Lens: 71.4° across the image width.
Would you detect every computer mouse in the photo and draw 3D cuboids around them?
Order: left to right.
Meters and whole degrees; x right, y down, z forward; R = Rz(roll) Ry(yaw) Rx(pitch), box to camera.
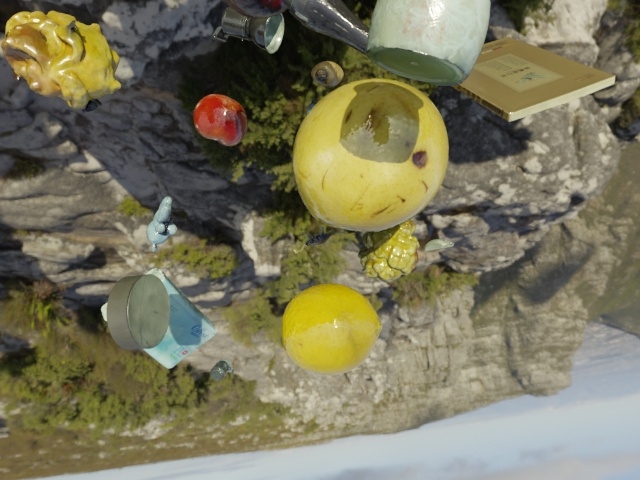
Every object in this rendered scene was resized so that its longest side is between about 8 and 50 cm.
[{"bbox_3d":[0.361,0.010,1.361,0.056,0.032,0.110,-8,175,-33],"label":"computer mouse"}]

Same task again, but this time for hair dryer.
[{"bbox_3d":[0.031,-0.491,0.830,0.091,0.236,0.271,-50,174,-20],"label":"hair dryer"}]

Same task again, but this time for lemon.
[{"bbox_3d":[0.021,0.172,0.866,0.203,0.178,0.178,-5,158,21],"label":"lemon"}]

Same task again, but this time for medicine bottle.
[{"bbox_3d":[0.144,-0.292,0.575,0.147,0.143,0.147,16,-172,-2],"label":"medicine bottle"}]

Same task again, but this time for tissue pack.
[{"bbox_3d":[-0.424,0.218,1.198,0.177,0.089,0.263,-38,134,-11],"label":"tissue pack"}]

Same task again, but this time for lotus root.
[{"bbox_3d":[0.018,-0.431,1.151,0.072,0.152,0.063,37,120,1],"label":"lotus root"}]

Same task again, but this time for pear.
[{"bbox_3d":[0.106,-0.179,0.989,0.349,0.348,0.348,-8,156,-4],"label":"pear"}]

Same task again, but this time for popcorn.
[{"bbox_3d":[-0.770,-0.549,1.342,0.316,0.297,0.281,-3,154,-40],"label":"popcorn"},{"bbox_3d":[0.201,0.021,1.345,0.170,0.189,0.218,8,-167,-17],"label":"popcorn"}]

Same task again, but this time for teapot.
[{"bbox_3d":[-0.327,0.430,1.488,0.064,0.049,0.083,-3,-170,7],"label":"teapot"}]

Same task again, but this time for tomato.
[{"bbox_3d":[-0.408,-0.514,1.884,0.233,0.200,0.140,13,-179,-30],"label":"tomato"}]

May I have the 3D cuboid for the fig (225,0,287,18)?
[{"bbox_3d":[-0.162,-0.649,1.051,0.263,0.224,0.224,23,155,7],"label":"fig"}]

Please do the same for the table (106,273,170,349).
[{"bbox_3d":[-0.325,0.129,0.805,0.043,0.133,0.133,-5,157,11],"label":"table"}]

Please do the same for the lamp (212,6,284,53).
[{"bbox_3d":[-0.263,-0.791,1.619,0.228,0.171,0.147,21,-160,14],"label":"lamp"}]

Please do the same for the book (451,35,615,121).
[{"bbox_3d":[0.382,-0.339,0.902,0.217,0.310,0.021,-20,131,-6],"label":"book"}]

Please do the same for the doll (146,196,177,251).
[{"bbox_3d":[-0.439,-0.051,1.267,0.075,0.120,0.180,24,136,-25],"label":"doll"}]

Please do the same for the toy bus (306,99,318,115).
[{"bbox_3d":[0.036,-0.337,1.292,0.185,0.090,0.106,-6,132,-57],"label":"toy bus"}]

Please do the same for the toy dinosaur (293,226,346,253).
[{"bbox_3d":[-0.009,-0.011,1.288,0.180,0.058,0.037,-25,159,-21],"label":"toy dinosaur"}]
